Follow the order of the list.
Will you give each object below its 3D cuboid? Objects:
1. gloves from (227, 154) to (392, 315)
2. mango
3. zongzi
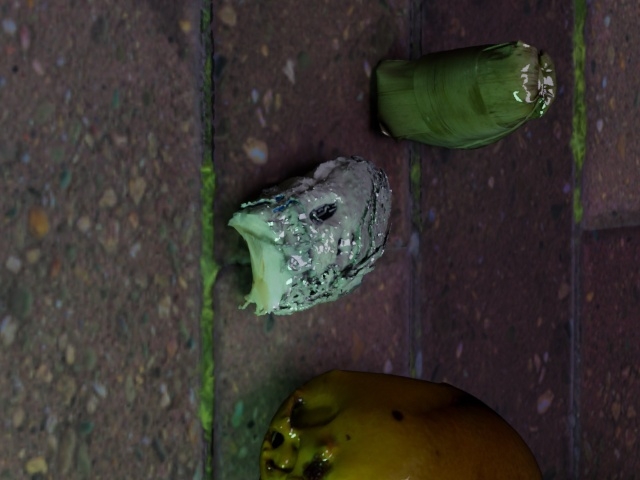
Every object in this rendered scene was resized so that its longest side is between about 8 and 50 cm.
[{"bbox_3d":[0.003,-0.001,1.420,0.153,0.070,0.114,-26,112,-47],"label":"gloves"},{"bbox_3d":[0.065,0.202,1.449,0.287,0.152,0.201,25,65,-49],"label":"mango"},{"bbox_3d":[0.153,-0.112,1.519,0.176,0.160,0.079,12,80,-48],"label":"zongzi"}]
